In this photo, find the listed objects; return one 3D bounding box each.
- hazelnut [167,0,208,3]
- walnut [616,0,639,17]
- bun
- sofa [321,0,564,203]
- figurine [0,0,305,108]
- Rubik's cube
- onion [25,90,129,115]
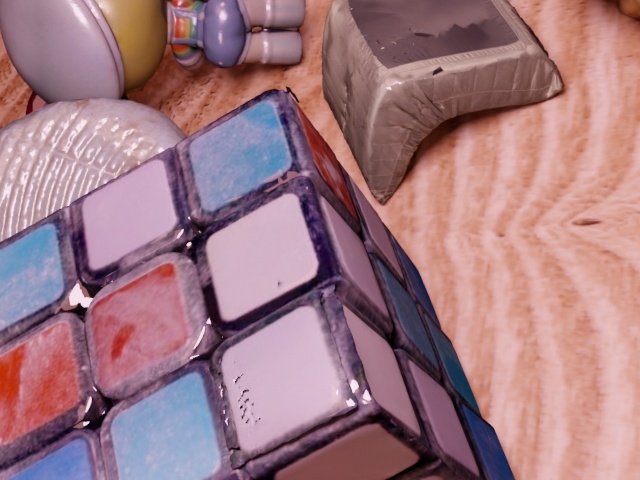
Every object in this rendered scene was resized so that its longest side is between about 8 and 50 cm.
[{"bbox_3d":[-0.162,-0.396,1.482,0.210,0.210,0.186,39,109,41],"label":"hazelnut"},{"bbox_3d":[0.362,-0.361,1.072,0.296,0.285,0.285,15,68,8],"label":"walnut"},{"bbox_3d":[-0.267,0.004,1.258,0.354,0.194,0.355,-1,80,5],"label":"bun"},{"bbox_3d":[0.131,-0.188,1.227,0.225,0.176,0.210,-15,49,-13],"label":"sofa"},{"bbox_3d":[-0.205,-0.280,1.315,0.381,0.225,0.205,-14,33,-6],"label":"figurine"},{"bbox_3d":[-0.066,0.144,0.961,0.363,0.362,0.359,-29,53,15],"label":"Rubik's cube"},{"bbox_3d":[-0.317,-0.164,1.448,0.198,0.135,0.173,-6,63,25],"label":"onion"}]
